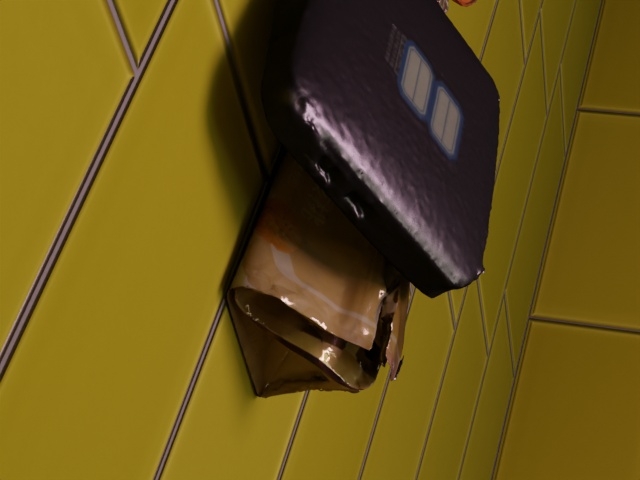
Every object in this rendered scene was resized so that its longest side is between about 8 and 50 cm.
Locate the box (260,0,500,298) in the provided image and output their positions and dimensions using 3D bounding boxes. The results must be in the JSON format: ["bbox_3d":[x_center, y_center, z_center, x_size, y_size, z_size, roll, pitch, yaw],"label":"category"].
[{"bbox_3d":[0.070,-0.155,1.585,0.350,0.091,0.359,46,37,-34],"label":"box"}]

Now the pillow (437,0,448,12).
[{"bbox_3d":[0.170,-0.385,2.141,0.232,0.043,0.126,-64,154,-49],"label":"pillow"}]

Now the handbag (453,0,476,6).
[{"bbox_3d":[0.147,-0.525,1.903,0.303,0.116,0.410,39,59,-67],"label":"handbag"}]

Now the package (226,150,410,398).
[{"bbox_3d":[0.032,0.006,1.637,0.221,0.165,0.311,78,24,-46],"label":"package"}]
